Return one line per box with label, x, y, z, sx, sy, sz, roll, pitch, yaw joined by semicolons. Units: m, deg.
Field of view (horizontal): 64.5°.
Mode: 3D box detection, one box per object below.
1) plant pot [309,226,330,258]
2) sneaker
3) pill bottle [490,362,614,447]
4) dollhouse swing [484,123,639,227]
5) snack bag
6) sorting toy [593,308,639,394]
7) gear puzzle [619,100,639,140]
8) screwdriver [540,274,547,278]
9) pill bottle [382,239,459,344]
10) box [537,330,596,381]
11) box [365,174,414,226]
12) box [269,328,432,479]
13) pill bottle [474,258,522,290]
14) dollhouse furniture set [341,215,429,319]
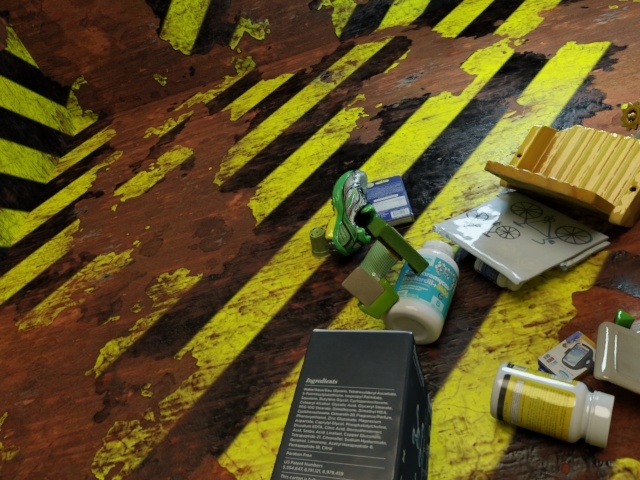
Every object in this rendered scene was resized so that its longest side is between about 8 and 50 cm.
plant pot;0.000;0.000;1.597;0.084;0.079;0.083;-12;41;10
sneaker;0.120;-0.094;1.598;0.147;0.134;0.343;-18;45;31
pill bottle;0.455;0.325;1.004;0.209;0.119;0.119;10;49;32
dollhouse swing;0.670;-0.221;1.349;0.347;0.305;0.315;31;89;44
snack bag;0.529;-0.012;1.360;0.343;0.037;0.323;-22;39;-24
sorting toy;0.652;0.260;1.010;0.196;0.047;0.347;19;36;21
gear puzzle;0.942;-0.266;1.406;0.044;0.175;0.338;-1;46;-15
screwdriver;0.523;0.066;1.350;0.024;0.025;0.170;-40;52;-22
pill bottle;0.266;0.121;1.293;0.146;0.146;0.264;5;47;28
box;0.544;0.263;1.106;0.136;0.028;0.081;-28;40;-11
box;0.221;-0.127;1.677;0.137;0.036;0.225;-14;42;9
box;0.074;0.410;0.939;0.212;0.293;0.395;-3;43;20
pill bottle;0.465;0.080;1.314;0.067;0.067;0.120;-34;41;-14
dollhouse furniture set;0.124;0.042;1.314;0.197;0.151;0.301;-48;14;7
